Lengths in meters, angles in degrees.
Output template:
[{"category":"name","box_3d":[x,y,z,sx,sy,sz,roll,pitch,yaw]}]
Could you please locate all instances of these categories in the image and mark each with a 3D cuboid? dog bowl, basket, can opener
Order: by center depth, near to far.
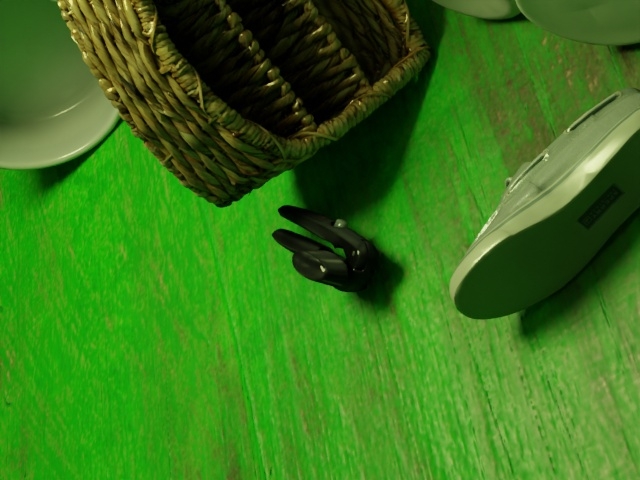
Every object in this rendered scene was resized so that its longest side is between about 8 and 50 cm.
[{"category":"basket","box_3d":[-0.081,-0.211,1.288,0.223,0.299,0.213,-29,11,31]},{"category":"can opener","box_3d":[0.000,0.000,1.305,0.059,0.073,0.186,-65,27,8]},{"category":"dog bowl","box_3d":[-0.371,-0.221,1.701,0.265,0.265,0.104,-43,38,22]}]

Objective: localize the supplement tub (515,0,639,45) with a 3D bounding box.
[{"category":"supplement tub","box_3d":[0.241,-0.276,1.127,0.144,0.144,0.199,-3,65,48]}]

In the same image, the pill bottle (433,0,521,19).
[{"category":"pill bottle","box_3d":[0.167,-0.321,1.264,0.117,0.117,0.215,9,75,51]}]

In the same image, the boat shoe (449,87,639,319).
[{"category":"boat shoe","box_3d":[0.189,-0.031,1.097,0.227,0.079,0.081,-43,34,13]}]
